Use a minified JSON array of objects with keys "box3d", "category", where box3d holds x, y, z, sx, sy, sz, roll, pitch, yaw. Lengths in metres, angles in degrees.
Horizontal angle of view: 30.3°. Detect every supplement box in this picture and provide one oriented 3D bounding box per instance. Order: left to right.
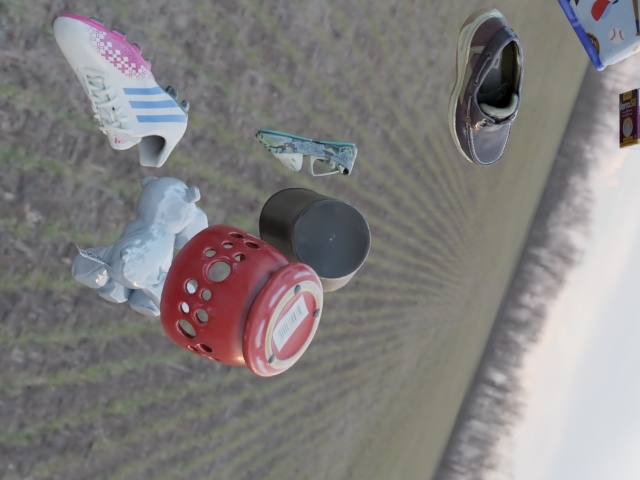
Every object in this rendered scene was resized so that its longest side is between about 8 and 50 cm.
[{"box3d":[0.471,-0.178,1.739,0.055,0.043,0.083,165,-74,-74],"category":"supplement box"}]

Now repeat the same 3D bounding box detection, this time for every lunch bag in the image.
[{"box3d":[0.633,-0.509,2.121,0.327,0.239,0.385,-26,-176,39],"category":"lunch bag"}]

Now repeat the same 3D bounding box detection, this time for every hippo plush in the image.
[{"box3d":[-0.347,-0.010,2.298,0.294,0.234,0.237,51,53,-51],"category":"hippo plush"}]

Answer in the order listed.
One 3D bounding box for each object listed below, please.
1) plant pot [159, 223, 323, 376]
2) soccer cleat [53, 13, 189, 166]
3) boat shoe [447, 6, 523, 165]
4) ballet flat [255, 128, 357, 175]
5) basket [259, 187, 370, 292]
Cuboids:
[{"box3d":[-0.103,0.092,1.676,0.191,0.174,0.191,-39,141,-41],"category":"plant pot"},{"box3d":[-0.334,-0.239,1.959,0.331,0.116,0.143,43,63,-50],"category":"soccer cleat"},{"box3d":[0.264,-0.221,1.843,0.092,0.102,0.285,-123,-157,-44],"category":"boat shoe"},{"box3d":[-0.022,-0.138,1.922,0.070,0.188,0.070,-18,-111,58],"category":"ballet flat"},{"box3d":[0.000,0.000,1.968,0.154,0.204,0.227,-42,-173,-7],"category":"basket"}]
